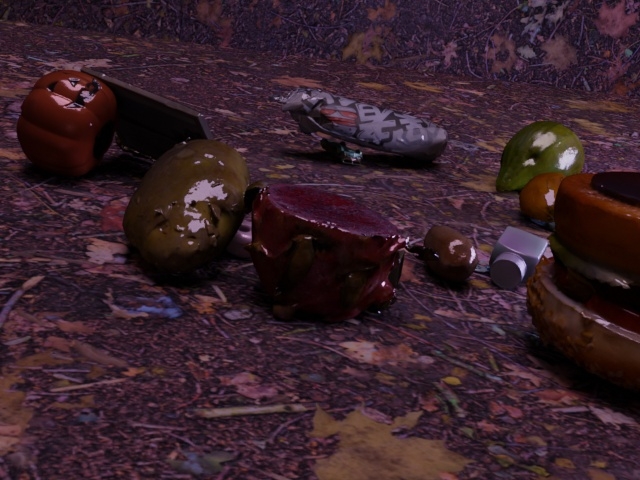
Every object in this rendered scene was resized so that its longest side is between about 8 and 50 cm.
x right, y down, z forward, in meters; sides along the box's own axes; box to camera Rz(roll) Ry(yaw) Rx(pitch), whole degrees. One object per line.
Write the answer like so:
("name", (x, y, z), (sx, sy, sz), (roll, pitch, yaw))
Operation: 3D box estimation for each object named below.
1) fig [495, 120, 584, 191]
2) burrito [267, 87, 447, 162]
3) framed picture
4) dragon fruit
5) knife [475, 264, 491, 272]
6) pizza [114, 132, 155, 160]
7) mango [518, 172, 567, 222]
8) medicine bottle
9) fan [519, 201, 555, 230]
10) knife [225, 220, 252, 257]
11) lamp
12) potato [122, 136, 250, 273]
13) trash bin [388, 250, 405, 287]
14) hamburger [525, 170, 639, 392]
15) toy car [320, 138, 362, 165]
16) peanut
("fig", (0.469, -0.183, 2.149), (0.167, 0.167, 0.234), (26, 18, 40))
("burrito", (0.092, -0.252, 2.170), (0.446, 0.101, 0.139), (12, 11, -27))
("framed picture", (-0.292, -0.200, 1.795), (0.289, 0.213, 0.016), (24, 65, 29))
("dragon fruit", (0.009, 0.025, 1.356), (0.282, 0.147, 0.211), (22, 17, 9))
("knife", (0.292, 0.049, 1.611), (0.096, 0.010, 0.027), (8, 20, -5))
("pizza", (-0.306, -0.195, 1.970), (0.246, 0.058, 0.127), (21, 22, 37))
("mango", (0.442, -0.087, 1.939), (0.105, 0.084, 0.159), (10, 16, 21))
("medicine bottle", (0.311, 0.030, 1.582), (0.074, 0.055, 0.118), (24, 31, 14))
("fan", (0.473, -0.038, 1.962), (0.131, 0.009, 0.240), (4, 19, -22))
("knife", (0.001, 0.001, 1.571), (0.336, 0.043, 0.081), (0, 26, -31))
("lamp", (-0.450, -0.209, 1.740), (0.164, 0.187, 0.187), (22, 20, 4))
("potato", (-0.194, -0.053, 1.448), (0.192, 0.141, 0.296), (-23, 30, 9))
("trash bin", (0.077, 0.036, 1.500), (0.092, 0.043, 0.061), (9, 18, 10))
("hamburger", (0.441, 0.054, 1.294), (0.330, 0.250, 0.330), (7, 15, -2))
("toy car", (0.042, -0.198, 2.180), (0.059, 0.035, 0.122), (5, 15, -34))
("peanut", (0.199, 0.018, 1.556), (0.076, 0.076, 0.152), (5, 14, -11))
